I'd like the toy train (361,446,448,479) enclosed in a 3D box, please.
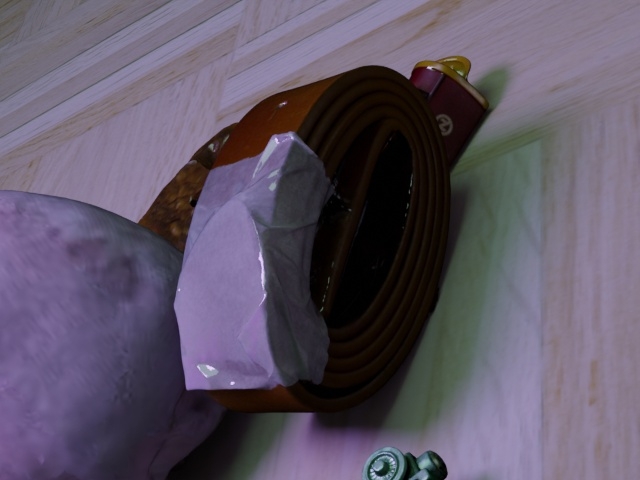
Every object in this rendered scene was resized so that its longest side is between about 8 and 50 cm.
[{"bbox_3d":[0.027,0.229,0.943,0.178,0.071,0.104,-39,38,9],"label":"toy train"}]

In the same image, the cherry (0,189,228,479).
[{"bbox_3d":[-0.240,0.106,1.178,0.326,0.335,0.291,-16,16,-1],"label":"cherry"}]

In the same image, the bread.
[{"bbox_3d":[-0.088,-0.030,1.359,0.192,0.110,0.210,-50,31,-10],"label":"bread"}]

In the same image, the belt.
[{"bbox_3d":[0.000,0.000,1.114,0.122,0.217,0.339,-12,44,41],"label":"belt"}]

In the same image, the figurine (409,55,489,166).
[{"bbox_3d":[0.097,-0.131,1.290,0.082,0.098,0.154,1,53,54],"label":"figurine"}]
